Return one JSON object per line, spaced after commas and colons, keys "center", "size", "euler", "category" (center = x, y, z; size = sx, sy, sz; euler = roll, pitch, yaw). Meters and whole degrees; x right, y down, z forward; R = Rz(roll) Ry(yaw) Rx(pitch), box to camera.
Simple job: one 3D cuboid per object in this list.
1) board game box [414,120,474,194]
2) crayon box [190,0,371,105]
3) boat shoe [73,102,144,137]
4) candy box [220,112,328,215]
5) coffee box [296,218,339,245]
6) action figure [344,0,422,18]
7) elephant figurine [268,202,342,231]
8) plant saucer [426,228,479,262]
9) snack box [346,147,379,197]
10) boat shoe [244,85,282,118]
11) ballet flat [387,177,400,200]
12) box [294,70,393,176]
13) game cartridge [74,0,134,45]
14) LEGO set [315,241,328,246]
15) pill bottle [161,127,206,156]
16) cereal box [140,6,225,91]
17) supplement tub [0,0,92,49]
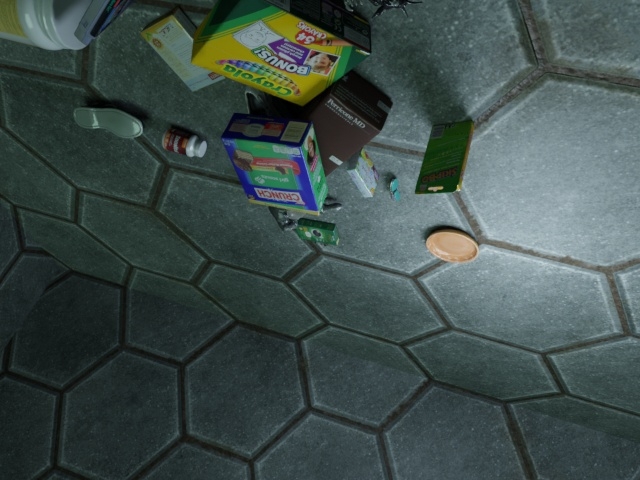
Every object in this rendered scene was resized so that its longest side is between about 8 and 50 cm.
{"center": [0.354, -0.229, 1.518], "size": [0.124, 0.259, 0.039], "euler": [-1, 144, 34], "category": "board game box"}
{"center": [-0.105, -0.511, 1.390], "size": [0.363, 0.106, 0.313], "euler": [13, 158, -34], "category": "crayon box"}
{"center": [-0.799, -0.472, 2.057], "size": [0.302, 0.091, 0.114], "euler": [17, 122, 11], "category": "boat shoe"}
{"center": [-0.135, -0.238, 1.694], "size": [0.268, 0.122, 0.317], "euler": [10, 149, 19], "category": "candy box"}
{"center": [-0.014, -0.038, 2.287], "size": [0.184, 0.040, 0.113], "euler": [10, 149, 20], "category": "coffee box"}
{"center": [0.113, -0.597, 1.207], "size": [0.275, 0.141, 0.164], "euler": [36, 136, -19], "category": "action figure"}
{"center": [-0.072, -0.147, 2.072], "size": [0.239, 0.186, 0.169], "euler": [-24, 84, 39], "category": "elephant figurine"}
{"center": [0.505, 0.016, 2.040], "size": [0.200, 0.037, 0.200], "euler": [16, 149, 10], "category": "plant saucer"}
{"center": [0.146, -0.229, 1.814], "size": [0.037, 0.100, 0.141], "euler": [-2, 143, 35], "category": "snack box"}
{"center": [-0.194, -0.408, 1.752], "size": [0.098, 0.096, 0.277], "euler": [8, 148, 21], "category": "boat shoe"}
{"center": [0.254, -0.183, 1.884], "size": [0.041, 0.041, 0.114], "euler": [8, 146, 22], "category": "ballet flat"}
{"center": [0.030, -0.346, 1.668], "size": [0.191, 0.143, 0.381], "euler": [33, 147, -16], "category": "box"}
{"center": [-0.518, -0.669, 1.411], "size": [0.068, 0.230, 0.355], "euler": [38, 147, -26], "category": "game cartridge"}
{"center": [-0.001, 0.001, 2.367], "size": [0.054, 0.023, 0.083], "euler": [0, 156, 37], "category": "LEGO set"}
{"center": [-0.518, -0.370, 2.036], "size": [0.152, 0.086, 0.086], "euler": [17, 150, 7], "category": "pill bottle"}
{"center": [-0.418, -0.586, 1.660], "size": [0.173, 0.047, 0.240], "euler": [-5, 141, 39], "category": "cereal box"}
{"center": [-0.859, -0.700, 1.571], "size": [0.331, 0.241, 0.241], "euler": [16, 150, 10], "category": "supplement tub"}
